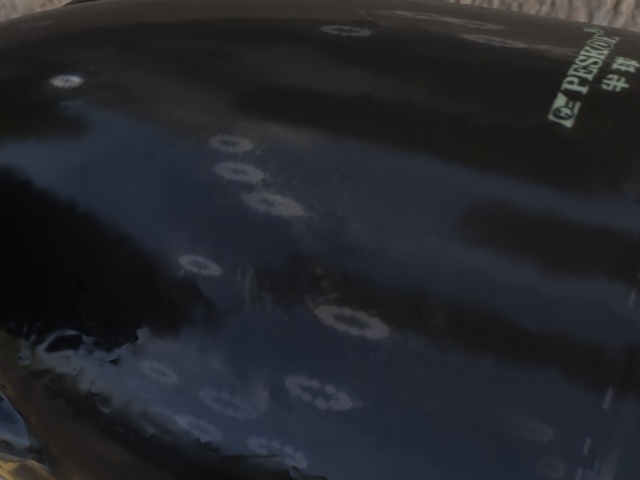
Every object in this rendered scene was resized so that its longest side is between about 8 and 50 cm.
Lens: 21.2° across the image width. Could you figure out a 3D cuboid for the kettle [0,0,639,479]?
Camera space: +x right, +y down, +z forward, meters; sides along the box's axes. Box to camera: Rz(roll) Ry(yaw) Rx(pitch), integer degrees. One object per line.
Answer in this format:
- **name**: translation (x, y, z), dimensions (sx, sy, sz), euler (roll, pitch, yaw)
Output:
- **kettle**: translation (0.000, 0.000, 0.556), dimensions (0.290, 0.207, 0.268), euler (16, 41, 17)
